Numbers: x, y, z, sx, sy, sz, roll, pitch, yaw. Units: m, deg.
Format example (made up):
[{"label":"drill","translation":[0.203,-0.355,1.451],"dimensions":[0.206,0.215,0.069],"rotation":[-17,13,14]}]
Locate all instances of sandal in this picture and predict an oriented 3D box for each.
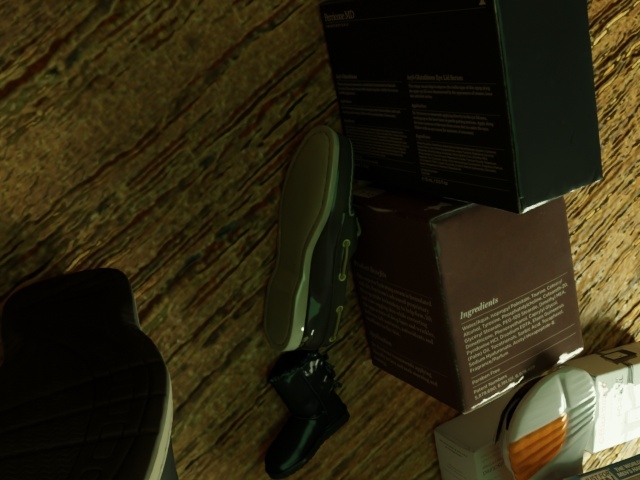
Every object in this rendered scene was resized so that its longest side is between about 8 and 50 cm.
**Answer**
[{"label":"sandal","translation":[0.235,0.222,0.915],"dimensions":[0.102,0.076,0.265],"rotation":[-19,131,-11]}]

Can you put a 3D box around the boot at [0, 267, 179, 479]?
[{"label":"boot","translation":[-0.163,0.208,0.618],"dimensions":[0.138,0.377,0.284],"rotation":[-13,112,-14]}]

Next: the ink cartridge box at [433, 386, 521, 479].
[{"label":"ink cartridge box","translation":[0.225,0.296,1.008],"dimensions":[0.139,0.082,0.191],"rotation":[-20,108,-25]}]

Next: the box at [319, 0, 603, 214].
[{"label":"box","translation":[0.117,-0.142,0.753],"dimensions":[0.103,0.261,0.184],"rotation":[-22,111,-24]}]

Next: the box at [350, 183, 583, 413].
[{"label":"box","translation":[0.144,0.035,0.858],"dimensions":[0.167,0.168,0.203],"rotation":[-21,110,-24]}]

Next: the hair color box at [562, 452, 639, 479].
[{"label":"hair color box","translation":[0.289,0.413,0.965],"dimensions":[0.174,0.105,0.347],"rotation":[-3,127,-38]}]

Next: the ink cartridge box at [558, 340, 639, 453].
[{"label":"ink cartridge box","translation":[0.389,0.204,1.091],"dimensions":[0.150,0.063,0.109],"rotation":[-10,105,-28]}]

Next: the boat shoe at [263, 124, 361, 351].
[{"label":"boat shoe","translation":[0.000,0.000,0.825],"dimensions":[0.068,0.081,0.228],"rotation":[4,105,-33]}]

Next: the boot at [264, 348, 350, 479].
[{"label":"boot","translation":[-0.027,0.174,0.862],"dimensions":[0.121,0.045,0.099],"rotation":[-38,118,-26]}]
